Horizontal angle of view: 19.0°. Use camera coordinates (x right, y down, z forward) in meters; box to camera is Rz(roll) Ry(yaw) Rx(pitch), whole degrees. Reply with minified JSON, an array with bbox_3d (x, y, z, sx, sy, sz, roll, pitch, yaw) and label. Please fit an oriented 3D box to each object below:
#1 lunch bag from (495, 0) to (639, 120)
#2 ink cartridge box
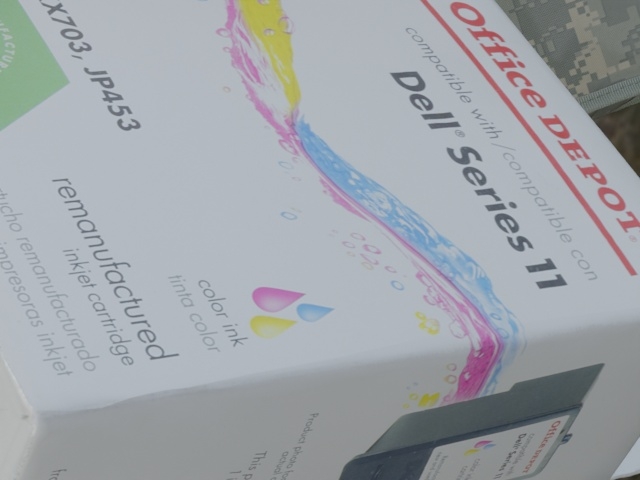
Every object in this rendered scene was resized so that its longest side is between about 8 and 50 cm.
[{"bbox_3d":[0.178,-0.201,1.233,0.287,0.169,0.235,-19,90,11],"label":"lunch bag"},{"bbox_3d":[0.000,0.000,0.707,0.353,0.119,0.207,-7,49,-35],"label":"ink cartridge box"}]
